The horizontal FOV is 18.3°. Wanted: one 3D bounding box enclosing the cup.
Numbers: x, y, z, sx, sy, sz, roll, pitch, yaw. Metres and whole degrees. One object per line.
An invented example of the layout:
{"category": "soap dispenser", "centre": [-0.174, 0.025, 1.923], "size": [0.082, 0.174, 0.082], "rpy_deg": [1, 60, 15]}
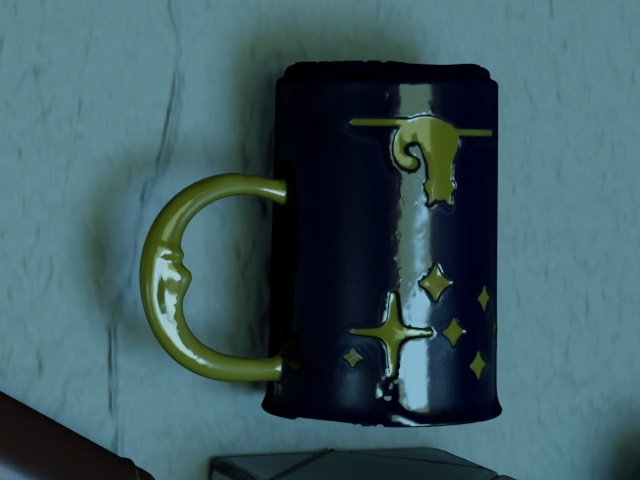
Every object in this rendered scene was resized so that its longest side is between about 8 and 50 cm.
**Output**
{"category": "cup", "centre": [0.020, 0.001, 1.414], "size": [0.255, 0.178, 0.256], "rpy_deg": [-5, 96, -52]}

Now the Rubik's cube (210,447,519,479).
{"category": "Rubik's cube", "centre": [0.043, 0.270, 1.455], "size": [0.205, 0.207, 0.205], "rpy_deg": [0, 95, -24]}

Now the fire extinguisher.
{"category": "fire extinguisher", "centre": [-0.208, 0.194, 1.378], "size": [0.337, 0.106, 0.147], "rpy_deg": [33, 68, -23]}
